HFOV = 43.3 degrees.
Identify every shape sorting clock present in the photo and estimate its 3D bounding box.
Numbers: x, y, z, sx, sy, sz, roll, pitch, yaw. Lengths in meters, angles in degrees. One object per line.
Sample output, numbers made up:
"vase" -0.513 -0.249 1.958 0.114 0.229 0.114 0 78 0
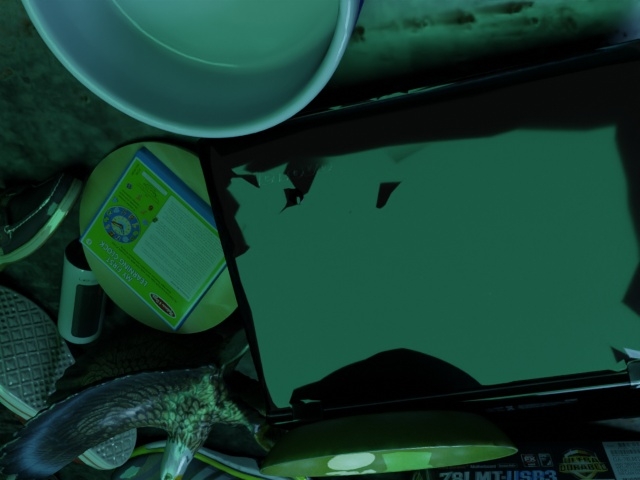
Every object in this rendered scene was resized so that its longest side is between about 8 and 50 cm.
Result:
"shape sorting clock" -0.161 -0.001 0.834 0.206 0.040 0.206 5 106 18

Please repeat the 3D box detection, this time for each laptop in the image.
"laptop" 0.139 0.051 0.788 0.381 0.237 0.408 -9 159 15

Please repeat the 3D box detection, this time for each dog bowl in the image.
"dog bowl" -0.094 -0.217 0.617 0.264 0.104 0.265 9 132 10

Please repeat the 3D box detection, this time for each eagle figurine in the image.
"eagle figurine" -0.177 0.177 0.896 0.298 0.225 0.226 11 145 -2

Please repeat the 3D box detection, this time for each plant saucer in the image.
"plant saucer" 0.062 0.192 0.760 0.240 0.037 0.241 -4 159 -1

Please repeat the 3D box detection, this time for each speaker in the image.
"speaker" -0.275 0.059 0.941 0.055 0.055 0.136 21 132 -2

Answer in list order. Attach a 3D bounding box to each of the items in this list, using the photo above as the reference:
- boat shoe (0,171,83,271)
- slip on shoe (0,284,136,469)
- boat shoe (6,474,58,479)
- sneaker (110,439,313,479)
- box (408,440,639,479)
"boat shoe" -0.342 -0.020 0.876 0.223 0.080 0.073 -27 123 38
"slip on shoe" -0.368 0.185 1.041 0.101 0.123 0.331 -8 131 29
"boat shoe" -0.439 0.460 1.316 0.068 0.081 0.228 2 128 20
"sneaker" -0.161 0.363 1.124 0.299 0.121 0.111 3 130 14
"box" 0.238 0.350 0.979 0.293 0.073 0.296 2 133 -7
